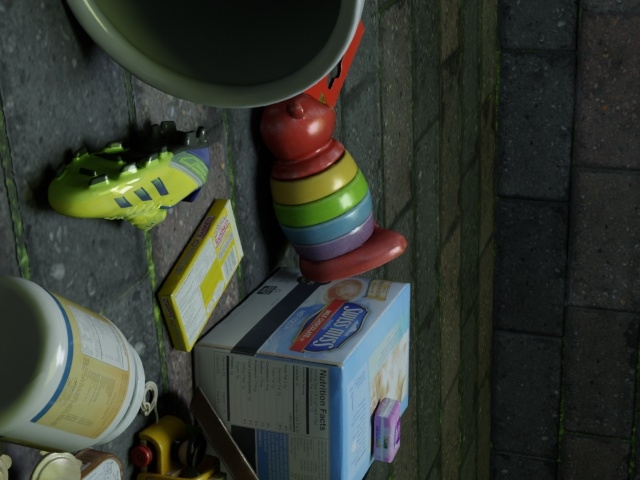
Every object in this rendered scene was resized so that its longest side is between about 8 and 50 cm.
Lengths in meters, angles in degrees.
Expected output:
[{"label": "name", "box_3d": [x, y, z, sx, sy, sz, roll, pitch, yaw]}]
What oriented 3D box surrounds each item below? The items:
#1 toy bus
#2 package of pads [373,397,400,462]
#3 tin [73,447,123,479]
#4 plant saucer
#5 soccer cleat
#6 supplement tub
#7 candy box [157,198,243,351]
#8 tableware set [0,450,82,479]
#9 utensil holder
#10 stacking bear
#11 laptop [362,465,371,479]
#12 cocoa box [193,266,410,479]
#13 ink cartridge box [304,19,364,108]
[{"label": "toy bus", "box_3d": [-0.176, 0.310, 1.394, 0.202, 0.104, 0.191, 68, 33, -54]}, {"label": "package of pads", "box_3d": [0.098, 0.277, 1.583, 0.050, 0.032, 0.083, -50, 144, -56]}, {"label": "tin", "box_3d": [-0.278, 0.304, 1.209, 0.190, 0.040, 0.106, -36, 124, -65]}, {"label": "plant saucer", "box_3d": [-0.126, 0.269, 1.423, 0.029, 0.168, 0.168, -34, 144, -8]}, {"label": "soccer cleat", "box_3d": [-0.206, -0.056, 1.228, 0.289, 0.093, 0.121, -38, 137, -64]}, {"label": "supplement tub", "box_3d": [-0.265, 0.124, 1.026, 0.199, 0.144, 0.144, 46, 52, -66]}, {"label": "candy box", "box_3d": [-0.161, 0.045, 1.481, 0.206, 0.027, 0.105, -64, 150, -46]}, {"label": "tableware set", "box_3d": [-0.309, 0.283, 1.081, 0.141, 0.020, 0.168, 20, 80, -51]}, {"label": "utensil holder", "box_3d": [-0.066, -0.386, 1.189, 0.385, 0.328, 0.327, -67, 155, -44]}, {"label": "stacking bear", "box_3d": [-0.005, -0.096, 1.682, 0.175, 0.164, 0.289, 33, -32, 62]}, {"label": "laptop", "box_3d": [0.037, 0.512, 2.014, 0.234, 0.137, 0.264, -56, 146, -53]}, {"label": "cocoa box", "box_3d": [-0.014, 0.209, 1.642, 0.347, 0.228, 0.231, -41, 133, -63]}, {"label": "ink cartridge box", "box_3d": [0.035, -0.406, 1.824, 0.385, 0.091, 0.308, 71, 31, -48]}]
